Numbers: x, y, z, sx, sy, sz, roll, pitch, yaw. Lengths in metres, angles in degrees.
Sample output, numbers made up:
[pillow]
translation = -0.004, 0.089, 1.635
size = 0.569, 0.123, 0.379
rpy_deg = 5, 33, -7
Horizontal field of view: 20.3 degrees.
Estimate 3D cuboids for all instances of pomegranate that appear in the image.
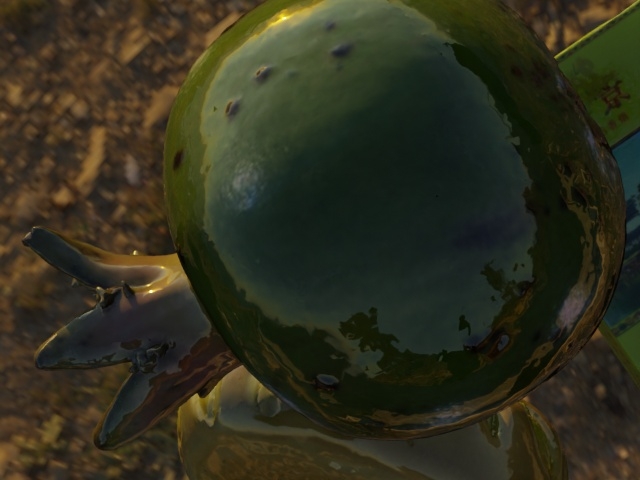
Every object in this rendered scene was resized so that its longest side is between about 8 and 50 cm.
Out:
[pomegranate]
translation = 0.000, 0.000, 0.667
size = 0.224, 0.181, 0.181
rpy_deg = -28, 67, 20

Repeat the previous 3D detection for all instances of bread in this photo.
[bread]
translation = 0.046, 0.171, 1.471
size = 0.333, 0.333, 0.160
rpy_deg = 10, 55, 19

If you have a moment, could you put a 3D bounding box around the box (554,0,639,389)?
[box]
translation = 0.284, -0.011, 1.473
size = 0.187, 0.047, 0.335
rpy_deg = -34, 88, -4

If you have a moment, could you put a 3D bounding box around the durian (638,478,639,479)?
[durian]
translation = 0.394, 0.235, 1.677
size = 0.250, 0.139, 0.101
rpy_deg = -12, 109, -23
